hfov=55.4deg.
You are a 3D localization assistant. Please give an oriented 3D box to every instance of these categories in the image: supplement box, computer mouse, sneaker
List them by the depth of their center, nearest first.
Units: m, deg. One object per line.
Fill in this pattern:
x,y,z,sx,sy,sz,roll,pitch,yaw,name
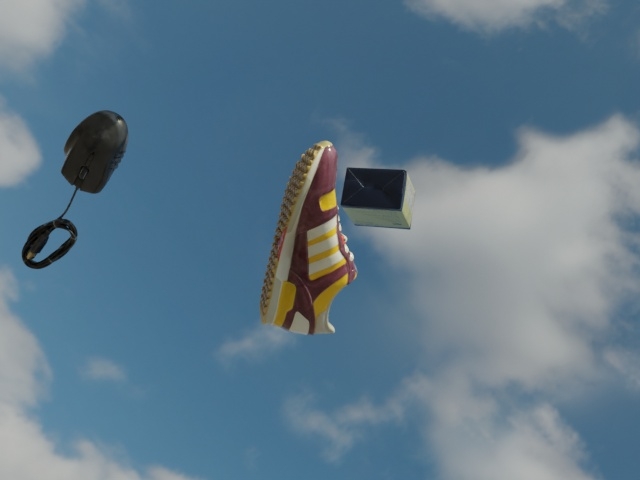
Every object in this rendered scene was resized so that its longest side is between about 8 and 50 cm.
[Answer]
0.000,0.000,0.587,0.083,0.069,0.186,14,-80,-14,sneaker
-0.325,-0.062,0.795,0.071,0.041,0.242,28,-79,-16,computer mouse
0.080,-0.056,0.828,0.083,0.083,0.056,5,-106,20,supplement box
